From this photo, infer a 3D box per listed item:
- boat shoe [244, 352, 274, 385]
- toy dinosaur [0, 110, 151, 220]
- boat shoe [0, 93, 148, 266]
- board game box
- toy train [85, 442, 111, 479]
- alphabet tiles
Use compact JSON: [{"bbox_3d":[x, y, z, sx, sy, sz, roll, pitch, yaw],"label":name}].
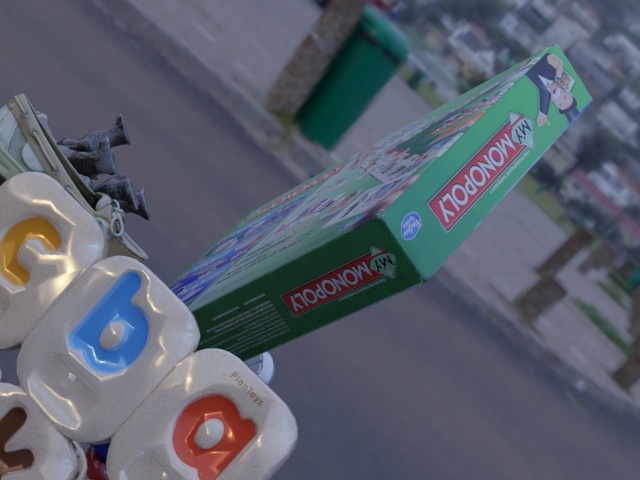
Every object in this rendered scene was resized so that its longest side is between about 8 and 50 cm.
[{"bbox_3d":[-0.128,0.182,1.656,0.076,0.226,0.083,36,48,-37],"label":"boat shoe"},{"bbox_3d":[-0.245,-0.046,1.225,0.313,0.160,0.121,-94,168,-76],"label":"toy dinosaur"},{"bbox_3d":[-0.170,-0.033,0.964,0.153,0.048,0.056,46,4,-15],"label":"boat shoe"},{"bbox_3d":[0.000,0.000,0.882,0.046,0.317,0.213,55,47,-8],"label":"board game box"},{"bbox_3d":[-0.133,0.134,1.136,0.248,0.105,0.143,54,21,-35],"label":"toy train"},{"bbox_3d":[-0.155,0.121,0.555,0.284,0.278,0.021,42,-1,22],"label":"alphabet tiles"}]
